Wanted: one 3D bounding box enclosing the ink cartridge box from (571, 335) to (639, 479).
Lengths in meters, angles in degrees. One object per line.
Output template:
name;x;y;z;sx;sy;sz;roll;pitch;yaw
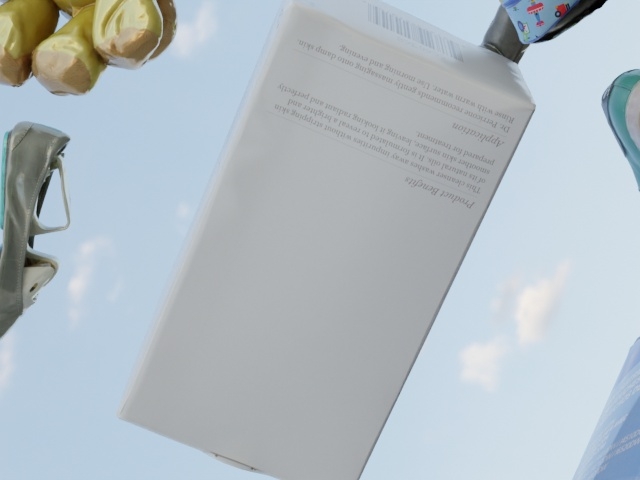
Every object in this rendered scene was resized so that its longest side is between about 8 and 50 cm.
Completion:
ink cartridge box;0.286;0.205;0.952;0.395;0.270;0.151;-57;1;-34

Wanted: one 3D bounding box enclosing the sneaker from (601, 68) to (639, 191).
sneaker;0.364;-0.042;1.376;0.108;0.121;0.302;-42;-72;-1

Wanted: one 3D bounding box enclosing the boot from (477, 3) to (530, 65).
boot;0.228;-0.270;1.863;0.208;0.076;0.189;-57;-16;20

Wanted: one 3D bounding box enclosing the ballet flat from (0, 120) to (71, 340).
ballet flat;-0.262;0.001;1.381;0.072;0.068;0.213;-101;20;-78

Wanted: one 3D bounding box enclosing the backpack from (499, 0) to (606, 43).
backpack;0.220;-0.263;1.367;0.173;0.117;0.158;-43;9;19

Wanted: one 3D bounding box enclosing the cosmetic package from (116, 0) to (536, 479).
cosmetic package;0.000;0.000;1.279;0.156;0.217;0.385;-86;21;-69

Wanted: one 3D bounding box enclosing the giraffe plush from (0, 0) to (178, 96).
giraffe plush;-0.180;-0.211;1.285;0.170;0.181;0.210;27;-107;-72
